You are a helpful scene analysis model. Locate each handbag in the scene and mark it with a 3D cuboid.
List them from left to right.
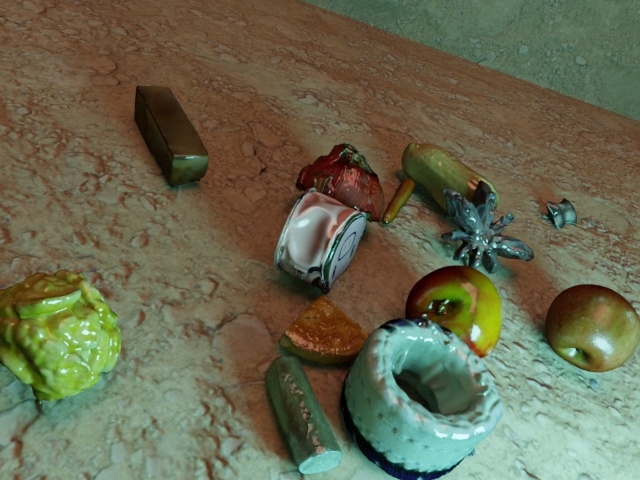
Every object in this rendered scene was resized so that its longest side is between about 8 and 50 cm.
[{"bbox_3d":[0.001,0.000,0.950,0.116,0.179,0.205,23,30,13],"label":"handbag"}]

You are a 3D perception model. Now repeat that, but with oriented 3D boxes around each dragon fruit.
[{"bbox_3d":[0.065,-0.144,1.110,0.218,0.148,0.223,26,7,11],"label":"dragon fruit"}]

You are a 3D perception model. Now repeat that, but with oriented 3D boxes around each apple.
[{"bbox_3d":[0.572,0.186,1.018,0.180,0.181,0.168,33,61,14],"label":"apple"}]

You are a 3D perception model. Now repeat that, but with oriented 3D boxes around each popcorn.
[{"bbox_3d":[-0.367,0.124,0.643,0.194,0.168,0.174,-7,44,24],"label":"popcorn"}]

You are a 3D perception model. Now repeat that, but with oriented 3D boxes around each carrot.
[{"bbox_3d":[0.210,-0.106,1.294,0.043,0.043,0.248,29,40,8],"label":"carrot"}]

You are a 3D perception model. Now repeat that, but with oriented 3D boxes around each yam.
[{"bbox_3d":[-0.031,0.254,0.712,0.068,0.068,0.169,-5,45,-31],"label":"yam"}]

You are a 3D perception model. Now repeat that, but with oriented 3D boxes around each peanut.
[{"bbox_3d":[0.352,-0.163,1.352,0.147,0.148,0.318,-19,48,-41],"label":"peanut"}]

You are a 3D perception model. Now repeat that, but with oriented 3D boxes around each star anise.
[{"bbox_3d":[0.397,-0.030,1.177,0.198,0.110,0.258,-26,91,-15],"label":"star anise"}]

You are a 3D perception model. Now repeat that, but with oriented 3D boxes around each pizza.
[{"bbox_3d":[0.012,0.164,0.859,0.174,0.046,0.134,14,39,-12],"label":"pizza"}]

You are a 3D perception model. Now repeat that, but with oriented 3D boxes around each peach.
[{"bbox_3d":[0.254,0.139,0.914,0.197,0.197,0.197,14,38,-11],"label":"peach"}]

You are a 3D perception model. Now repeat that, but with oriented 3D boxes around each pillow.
[{"bbox_3d":[0.776,-0.088,1.543,0.135,0.055,0.091,-10,50,-33],"label":"pillow"}]

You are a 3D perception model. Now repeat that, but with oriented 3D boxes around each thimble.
[{"bbox_3d":[0.156,0.245,0.752,0.237,0.150,0.237,15,38,-12],"label":"thimble"}]

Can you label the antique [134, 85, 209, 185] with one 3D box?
[{"bbox_3d":[-0.356,-0.247,1.131,0.087,0.093,0.310,-8,47,-34],"label":"antique"}]
